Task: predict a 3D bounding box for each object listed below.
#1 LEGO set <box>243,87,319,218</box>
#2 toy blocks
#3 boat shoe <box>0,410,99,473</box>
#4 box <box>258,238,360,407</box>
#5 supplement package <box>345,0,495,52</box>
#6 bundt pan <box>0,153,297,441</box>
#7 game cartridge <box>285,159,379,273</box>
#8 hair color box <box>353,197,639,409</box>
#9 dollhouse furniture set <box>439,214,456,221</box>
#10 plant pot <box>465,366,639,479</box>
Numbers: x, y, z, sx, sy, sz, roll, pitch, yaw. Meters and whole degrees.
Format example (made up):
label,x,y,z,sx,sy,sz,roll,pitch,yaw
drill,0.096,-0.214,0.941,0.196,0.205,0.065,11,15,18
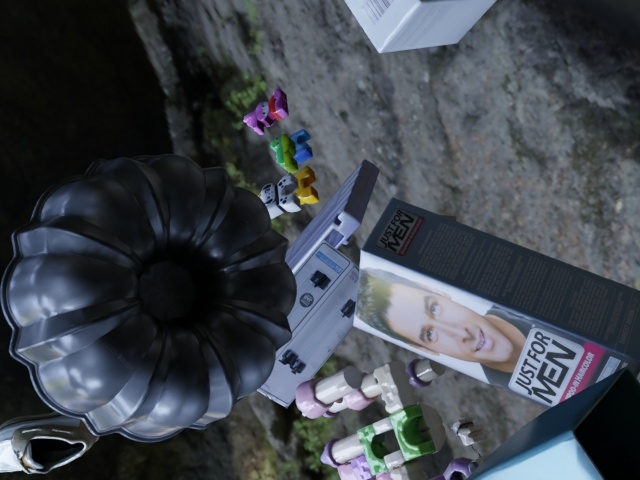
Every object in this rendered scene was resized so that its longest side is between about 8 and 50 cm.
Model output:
label,x,y,z,sx,sy,sz,roll,pitch,yaw
LEGO set,-0.064,-0.101,1.244,0.087,0.093,0.227,42,-150,-44
toy blocks,0.099,0.375,1.524,0.309,0.260,0.289,-3,-114,-44
boat shoe,-0.619,0.445,1.843,0.113,0.302,0.103,61,-166,-24
box,-0.030,0.158,1.586,0.087,0.290,0.169,37,176,32
supplement package,0.143,-0.342,1.194,0.179,0.105,0.105,-17,-110,-42
bundt pan,-0.165,0.053,0.921,0.331,0.331,0.124,57,150,-9
game cartridge,0.000,0.000,1.873,0.068,0.355,0.230,37,-143,-6
hair color box,0.238,0.099,1.149,0.374,0.114,0.185,22,144,16
dollhouse furniture set,0.299,0.028,1.775,0.151,0.144,0.123,12,-173,39
plant pot,0.265,0.284,0.943,0.165,0.234,0.165,-25,-101,-49
